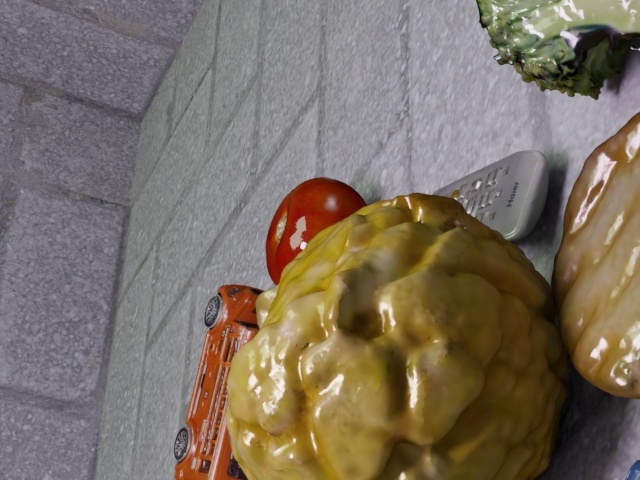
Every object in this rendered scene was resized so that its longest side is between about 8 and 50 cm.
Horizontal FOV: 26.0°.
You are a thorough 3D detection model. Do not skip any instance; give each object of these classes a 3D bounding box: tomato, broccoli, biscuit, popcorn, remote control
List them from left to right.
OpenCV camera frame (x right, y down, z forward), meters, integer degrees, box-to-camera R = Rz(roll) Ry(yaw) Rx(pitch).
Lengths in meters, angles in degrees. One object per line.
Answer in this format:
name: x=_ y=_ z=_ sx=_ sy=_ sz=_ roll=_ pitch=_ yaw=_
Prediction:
tomato: x=0.000 y=0.000 z=2.050 sx=0.195 sy=0.136 sz=0.195 roll=-163 pitch=90 yaw=-74
popcorn: x=0.088 y=0.146 z=1.373 sx=0.344 sy=0.354 sz=0.390 roll=-35 pitch=9 yaw=6
remote control: x=0.192 y=-0.027 z=1.659 sx=0.313 sy=0.055 sz=0.109 roll=156 pitch=134 yaw=-72
broccoli: x=0.305 y=-0.265 z=1.442 sx=0.180 sy=0.273 sz=0.242 roll=-14 pitch=-61 yaw=-58
biscuit: x=0.301 y=-0.001 z=1.251 sx=0.213 sy=0.091 sz=0.274 roll=-137 pitch=63 yaw=-66

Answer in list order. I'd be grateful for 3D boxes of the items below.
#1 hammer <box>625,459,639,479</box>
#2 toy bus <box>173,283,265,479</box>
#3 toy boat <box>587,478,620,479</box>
hammer: x=0.259 y=0.281 z=1.185 sx=0.116 sy=0.069 sz=0.194 roll=-18 pitch=53 yaw=69
toy bus: x=-0.120 y=0.235 z=2.206 sx=0.153 sy=0.143 sz=0.329 roll=-8 pitch=66 yaw=59
toy boat: x=0.279 y=0.298 z=1.026 sx=0.210 sy=0.070 sz=0.291 roll=-26 pitch=51 yaw=32
